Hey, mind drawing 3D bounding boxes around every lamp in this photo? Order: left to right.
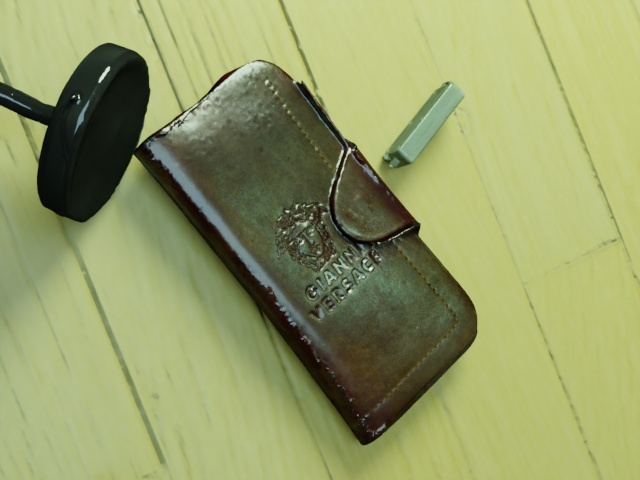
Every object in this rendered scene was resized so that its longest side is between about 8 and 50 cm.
[{"bbox_3d":[-0.269,-0.127,0.545,0.371,0.108,0.130,28,70,-16],"label":"lamp"}]

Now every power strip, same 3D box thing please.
[{"bbox_3d":[0.074,-0.082,0.722,0.017,0.027,0.083,42,72,-13],"label":"power strip"}]

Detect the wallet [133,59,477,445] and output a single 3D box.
[{"bbox_3d":[0.000,0.000,0.678,0.137,0.031,0.255,-42,101,-24],"label":"wallet"}]
